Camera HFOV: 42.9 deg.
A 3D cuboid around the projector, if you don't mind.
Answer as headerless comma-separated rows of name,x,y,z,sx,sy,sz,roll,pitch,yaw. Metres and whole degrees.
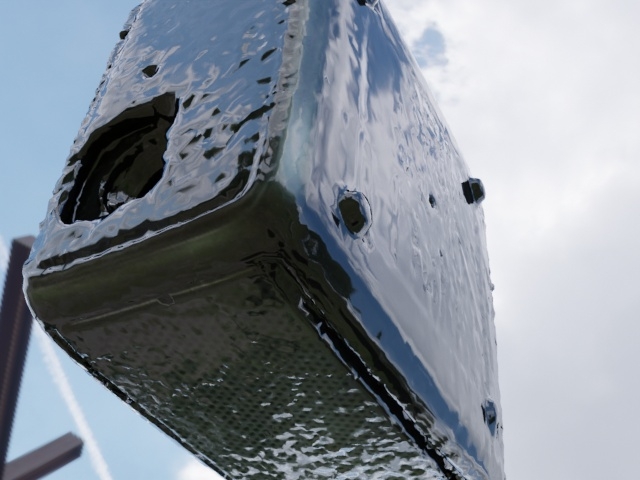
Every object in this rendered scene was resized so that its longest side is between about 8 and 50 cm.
projector,0.000,0.000,0.728,0.242,0.395,0.405,-19,-48,23
